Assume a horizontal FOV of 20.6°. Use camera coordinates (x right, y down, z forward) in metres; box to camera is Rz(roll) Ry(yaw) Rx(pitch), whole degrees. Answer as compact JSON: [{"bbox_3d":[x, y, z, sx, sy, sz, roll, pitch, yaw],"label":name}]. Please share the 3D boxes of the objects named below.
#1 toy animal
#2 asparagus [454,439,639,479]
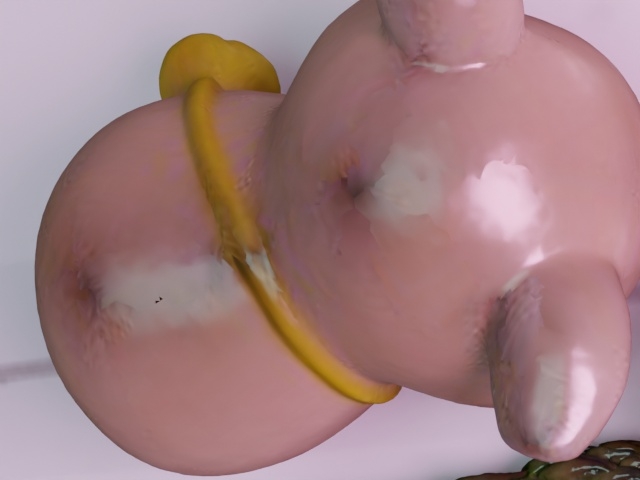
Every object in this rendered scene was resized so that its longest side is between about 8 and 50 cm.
[{"bbox_3d":[-0.002,-0.002,0.603,0.248,0.149,0.165,-22,96,40],"label":"toy animal"},{"bbox_3d":[0.060,0.095,0.625,0.165,0.030,0.036,-17,122,30],"label":"asparagus"}]
